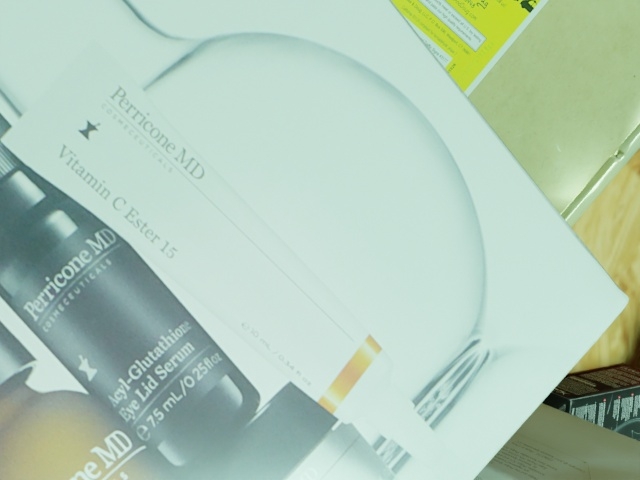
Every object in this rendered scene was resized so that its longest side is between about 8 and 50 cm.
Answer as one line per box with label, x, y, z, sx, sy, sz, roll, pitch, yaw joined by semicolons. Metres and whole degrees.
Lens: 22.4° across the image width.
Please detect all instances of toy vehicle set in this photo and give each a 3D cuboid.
toy vehicle set;0.057;-0.113;0.633;0.166;0.035;0.267;-49;131;5

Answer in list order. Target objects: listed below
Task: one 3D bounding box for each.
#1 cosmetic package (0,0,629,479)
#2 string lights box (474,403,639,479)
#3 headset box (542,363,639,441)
cosmetic package;-0.130;0.041;0.449;0.377;0.097;0.284;-46;103;-20
string lights box;0.087;0.209;0.722;0.076;0.133;0.260;-12;111;-38
headset box;0.137;0.098;0.800;0.083;0.032;0.062;-7;107;-40
